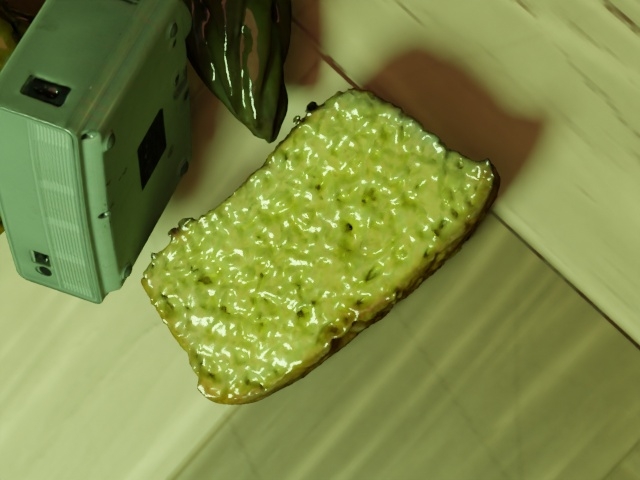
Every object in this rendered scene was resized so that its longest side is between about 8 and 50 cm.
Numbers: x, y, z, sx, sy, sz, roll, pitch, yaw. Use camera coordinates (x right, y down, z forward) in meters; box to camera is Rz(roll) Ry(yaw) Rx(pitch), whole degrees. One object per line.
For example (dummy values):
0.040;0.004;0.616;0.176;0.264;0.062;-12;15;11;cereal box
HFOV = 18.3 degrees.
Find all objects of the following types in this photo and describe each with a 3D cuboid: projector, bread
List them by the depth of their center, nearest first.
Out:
-0.106;-0.054;0.966;0.061;0.147;0.115;18;58;11;projector
0.000;0.000;1.002;0.187;0.065;0.103;-44;80;13;bread

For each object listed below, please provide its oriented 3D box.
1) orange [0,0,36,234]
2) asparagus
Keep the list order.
-0.209;-0.060;1.028;0.170;0.112;0.160;-26;78;-19;orange
-0.063;-0.187;1.007;0.080;0.080;0.287;-15;89;14;asparagus
